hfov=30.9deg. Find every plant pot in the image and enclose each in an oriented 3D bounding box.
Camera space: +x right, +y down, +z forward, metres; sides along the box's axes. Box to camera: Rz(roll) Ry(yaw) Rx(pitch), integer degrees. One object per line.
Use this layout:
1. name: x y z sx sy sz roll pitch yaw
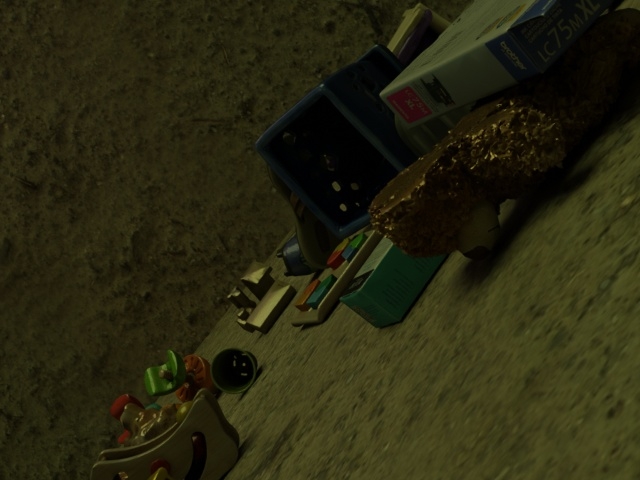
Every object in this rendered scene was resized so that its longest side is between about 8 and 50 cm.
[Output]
1. plant pot: -0.147 0.227 2.072 0.083 0.083 0.079 -51 -6 9
2. plant pot: 0.072 -0.179 1.968 0.236 0.236 0.212 -36 9 50

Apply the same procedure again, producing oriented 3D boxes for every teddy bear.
1. teddy bear: 0.203 -0.099 1.130 0.338 0.113 0.245 -46 10 -20

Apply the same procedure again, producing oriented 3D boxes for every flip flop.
1. flip flop: -0.015 -0.070 2.088 0.112 0.277 0.080 -23 21 -18

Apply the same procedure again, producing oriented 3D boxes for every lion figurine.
1. lion figurine: -0.350 0.472 1.991 0.240 0.142 0.392 -39 26 38

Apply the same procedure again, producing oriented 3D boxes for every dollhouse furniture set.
1. dollhouse furniture set: -0.104 0.147 2.485 0.151 0.123 0.144 16 64 47

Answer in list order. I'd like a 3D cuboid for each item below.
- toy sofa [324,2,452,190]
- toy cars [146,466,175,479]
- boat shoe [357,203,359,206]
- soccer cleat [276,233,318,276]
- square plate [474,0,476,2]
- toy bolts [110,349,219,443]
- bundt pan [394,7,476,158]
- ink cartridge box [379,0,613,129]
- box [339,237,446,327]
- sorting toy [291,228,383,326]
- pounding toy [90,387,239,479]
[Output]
1. toy sofa: 0.145 -0.256 2.187 0.362 0.150 0.177 -58 10 3
2. toy cars: -0.225 0.417 1.382 0.176 0.087 0.393 -56 7 10
3. boat shoe: 0.107 -0.118 2.332 0.135 0.045 0.050 -49 6 33
4. soccer cleat: 0.000 0.001 2.388 0.121 0.093 0.289 -18 12 18
5. square plate: 0.405 -0.525 2.189 0.344 0.049 0.347 -40 6 15
6. toy bolts: -0.299 0.367 2.386 0.228 0.158 0.218 -38 52 28
7. bundt pan: 0.232 -0.259 1.771 0.331 0.124 0.331 -52 6 7
8. ink cartridge box: 0.198 -0.215 1.146 0.186 0.065 0.311 -46 10 -21
9. box: 0.124 -0.014 1.353 0.244 0.060 0.100 -53 5 -15
10. sorting toy: 0.025 0.055 1.899 0.193 0.038 0.208 -53 5 -14
11. pounding toy: -0.236 0.327 1.675 0.269 0.154 0.155 -51 5 3
